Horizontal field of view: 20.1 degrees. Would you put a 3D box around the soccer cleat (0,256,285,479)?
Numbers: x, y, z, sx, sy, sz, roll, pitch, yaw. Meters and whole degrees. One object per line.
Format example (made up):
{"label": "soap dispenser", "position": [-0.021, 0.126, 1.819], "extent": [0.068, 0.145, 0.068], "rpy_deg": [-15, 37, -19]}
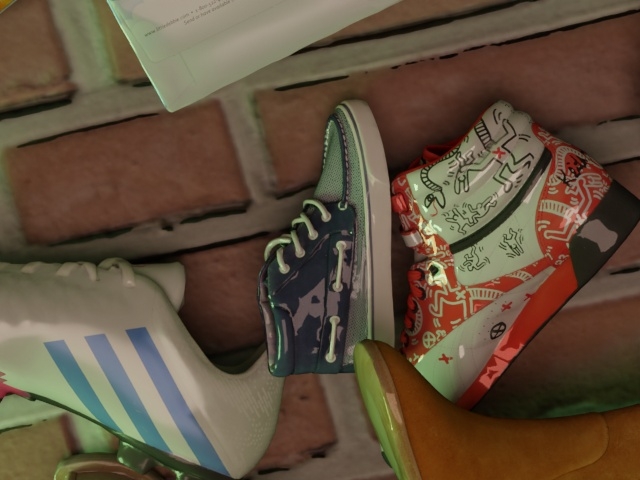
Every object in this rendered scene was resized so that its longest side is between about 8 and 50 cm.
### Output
{"label": "soccer cleat", "position": [-0.176, 0.057, 1.270], "extent": [0.331, 0.116, 0.143], "rpy_deg": [26, 91, -11]}

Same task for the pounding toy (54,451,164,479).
{"label": "pounding toy", "position": [-0.159, 0.263, 1.307], "extent": [0.269, 0.155, 0.154], "rpy_deg": [-43, 109, 13]}

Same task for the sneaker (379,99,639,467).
{"label": "sneaker", "position": [0.089, 0.027, 1.268], "extent": [0.145, 0.090, 0.270], "rpy_deg": [40, 116, 3]}

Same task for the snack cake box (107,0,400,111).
{"label": "snack cake box", "position": [-0.035, -0.179, 1.093], "extent": [0.152, 0.264, 0.089], "rpy_deg": [-26, 107, 8]}

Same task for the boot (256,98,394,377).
{"label": "boot", "position": [0.000, 0.000, 1.237], "extent": [0.086, 0.069, 0.190], "rpy_deg": [-5, 92, -15]}

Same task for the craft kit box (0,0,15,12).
{"label": "craft kit box", "position": [-0.268, -0.262, 1.176], "extent": [0.246, 0.061, 0.250], "rpy_deg": [-35, 106, 14]}

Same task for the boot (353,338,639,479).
{"label": "boot", "position": [0.158, 0.141, 1.222], "extent": [0.211, 0.104, 0.295], "rpy_deg": [-26, 123, -2]}
